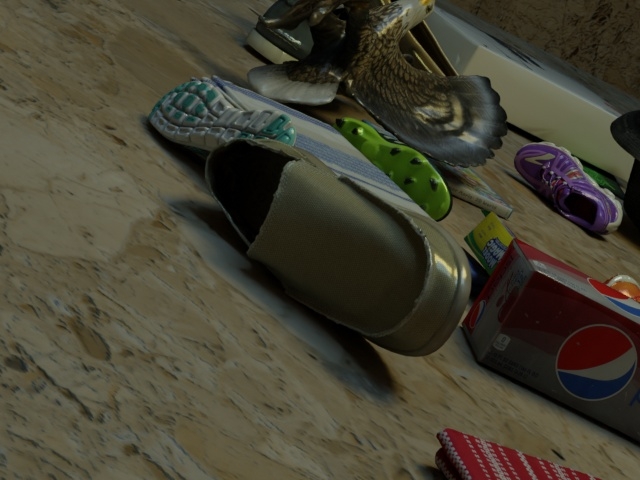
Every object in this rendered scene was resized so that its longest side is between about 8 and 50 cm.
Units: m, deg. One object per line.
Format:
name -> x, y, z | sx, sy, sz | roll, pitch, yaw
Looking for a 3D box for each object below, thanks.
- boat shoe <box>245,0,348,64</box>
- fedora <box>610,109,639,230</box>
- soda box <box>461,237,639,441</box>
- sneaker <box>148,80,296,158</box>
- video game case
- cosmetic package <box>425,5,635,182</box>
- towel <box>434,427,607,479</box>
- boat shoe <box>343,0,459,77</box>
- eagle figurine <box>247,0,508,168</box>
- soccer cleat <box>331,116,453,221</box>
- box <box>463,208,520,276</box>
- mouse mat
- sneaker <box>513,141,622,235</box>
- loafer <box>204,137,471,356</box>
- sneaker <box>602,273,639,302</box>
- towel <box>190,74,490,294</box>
boat shoe -> 0.038, -0.243, 1.989 | 0.116, 0.099, 0.319 | 40, 17, 34
fedora -> 0.537, -0.050, 2.183 | 0.334, 0.153, 0.334 | 15, 24, -7
soda box -> 0.252, 0.101, 1.283 | 0.263, 0.092, 0.083 | 27, 14, -14
sneaker -> -0.078, -0.078, 1.319 | 0.166, 0.065, 0.076 | 28, -25, 41
video game case -> 0.131, -0.082, 1.807 | 0.166, 0.015, 0.119 | 22, 17, -31
cosmetic package -> 0.330, -0.248, 2.585 | 0.377, 0.097, 0.284 | 23, 17, -27
towel -> 0.207, 0.212, 0.956 | 0.274, 0.031, 0.199 | 21, 19, -26
boat shoe -> 0.101, -0.270, 1.950 | 0.285, 0.089, 0.104 | 64, 27, -7
eagle figurine -> 0.060, -0.193, 1.734 | 0.298, 0.225, 0.226 | 56, 24, -51
soccer cleat -> 0.079, -0.072, 1.587 | 0.072, 0.060, 0.179 | 17, 17, -49
box -> 0.189, 0.042, 1.406 | 0.105, 0.043, 0.179 | 44, 10, -24
mouse mat -> 0.413, -0.121, 2.513 | 0.152, 0.007, 0.190 | 29, 15, -6
sneaker -> 0.314, -0.071, 2.036 | 0.170, 0.068, 0.071 | 39, 23, 28
loafer -> 0.000, 0.000, 1.129 | 0.092, 0.102, 0.268 | 16, 12, -41
sneaker -> 0.341, 0.083, 1.618 | 0.175, 0.064, 0.067 | 9, 45, -44
towel -> 0.018, -0.049, 1.441 | 0.209, 0.034, 0.285 | 18, 21, -48
